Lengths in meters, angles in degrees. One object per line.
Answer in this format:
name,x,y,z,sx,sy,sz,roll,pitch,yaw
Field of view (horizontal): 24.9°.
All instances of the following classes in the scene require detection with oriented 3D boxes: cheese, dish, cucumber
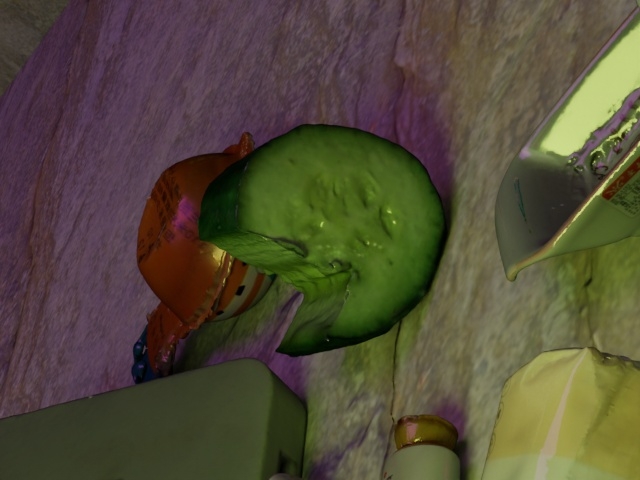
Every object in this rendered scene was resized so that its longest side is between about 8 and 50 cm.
cheese,-0.136,0.032,1.552,0.217,0.129,0.329,-105,36,-55
dish,0.207,-0.063,0.988,0.234,0.064,0.154,-50,19,23
cucumber,0.003,-0.009,1.234,0.130,0.191,0.191,-24,43,55

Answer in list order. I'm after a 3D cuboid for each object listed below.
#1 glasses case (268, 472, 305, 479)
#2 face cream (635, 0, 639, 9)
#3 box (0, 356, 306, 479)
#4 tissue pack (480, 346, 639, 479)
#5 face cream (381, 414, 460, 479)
glasses case,-0.014,0.243,1.115,0.041,0.063,0.164,-54,22,24
face cream,0.291,-0.135,0.719,0.187,0.201,0.201,-52,24,20
box,-0.195,0.293,1.257,0.367,0.090,0.373,-15,43,24
tissue pack,0.153,0.178,0.673,0.090,0.186,0.222,141,151,-68
face cream,0.064,0.207,1.004,0.072,0.051,0.182,-43,28,46
